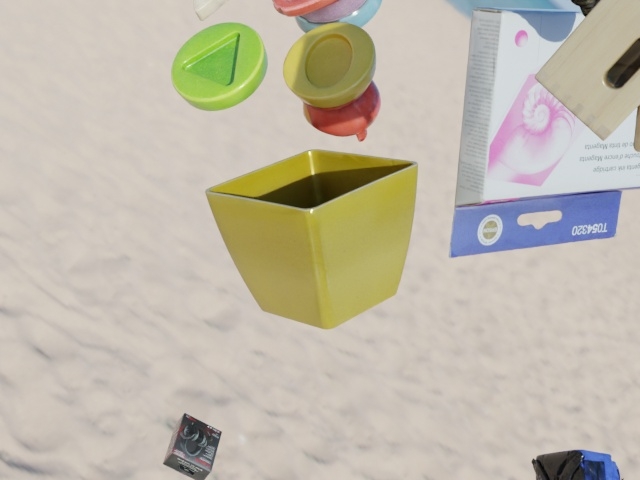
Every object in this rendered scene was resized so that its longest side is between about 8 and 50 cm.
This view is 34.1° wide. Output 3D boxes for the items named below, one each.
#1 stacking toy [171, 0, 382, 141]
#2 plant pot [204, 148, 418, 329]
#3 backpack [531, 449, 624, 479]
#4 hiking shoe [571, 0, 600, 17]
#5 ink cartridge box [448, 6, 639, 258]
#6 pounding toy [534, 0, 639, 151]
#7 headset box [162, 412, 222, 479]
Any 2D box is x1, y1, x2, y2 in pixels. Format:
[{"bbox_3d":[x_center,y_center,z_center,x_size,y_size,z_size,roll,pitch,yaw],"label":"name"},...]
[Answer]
[{"bbox_3d":[-0.044,-0.265,1.423,0.130,0.279,0.309,58,29,-54],"label":"stacking toy"},{"bbox_3d":[0.000,0.000,1.429,0.212,0.187,0.212,-26,26,-39],"label":"plant pot"},{"bbox_3d":[0.340,0.338,1.350,0.101,0.098,0.120,13,67,-24],"label":"backpack"},{"bbox_3d":[0.289,-0.297,1.137,0.114,0.086,0.227,23,-4,21],"label":"hiking shoe"},{"bbox_3d":[0.329,-0.140,1.397,0.324,0.330,0.071,-7,18,-32],"label":"ink cartridge box"},{"bbox_3d":[0.242,-0.132,0.794,0.100,0.141,0.130,44,34,7],"label":"pounding toy"},{"bbox_3d":[-0.176,0.287,1.434,0.062,0.032,0.083,30,34,-12],"label":"headset box"}]
